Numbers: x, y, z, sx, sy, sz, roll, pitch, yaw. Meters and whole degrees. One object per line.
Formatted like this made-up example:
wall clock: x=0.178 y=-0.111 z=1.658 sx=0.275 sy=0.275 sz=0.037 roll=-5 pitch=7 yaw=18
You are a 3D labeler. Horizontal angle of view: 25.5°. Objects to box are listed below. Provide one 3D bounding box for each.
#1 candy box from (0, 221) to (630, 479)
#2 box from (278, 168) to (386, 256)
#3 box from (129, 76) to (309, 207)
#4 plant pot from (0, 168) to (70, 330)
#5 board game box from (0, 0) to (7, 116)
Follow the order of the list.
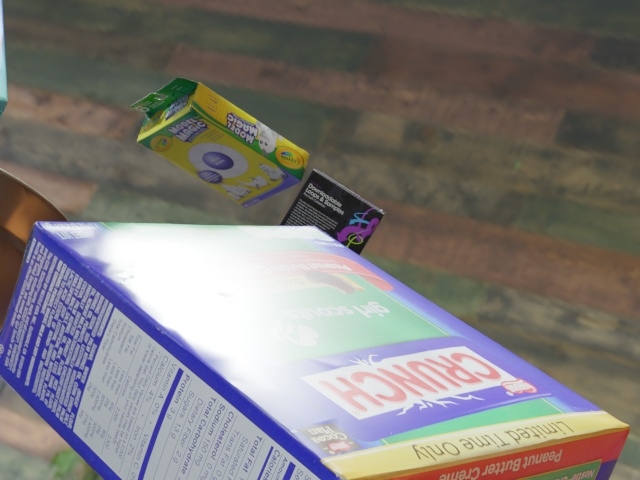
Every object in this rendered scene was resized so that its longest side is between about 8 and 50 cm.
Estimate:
candy box: x=-0.012 y=0.103 z=0.916 sx=0.268 sy=0.122 sz=0.317 roll=0 pitch=27 yaw=-46
box: x=0.000 y=0.000 z=1.917 sx=0.116 sy=0.162 sz=0.029 roll=33 pitch=12 yaw=7
box: x=-0.113 y=-0.106 z=1.518 sx=0.179 sy=0.043 sz=0.105 roll=33 pitch=-35 yaw=-27
plant pot: x=-0.477 y=0.062 z=1.613 sx=0.323 sy=0.280 sz=0.323 roll=16 pitch=-22 yaw=7
board game box: x=-0.338 y=-0.130 z=1.289 sx=0.047 sy=0.210 sz=0.160 roll=18 pitch=-56 yaw=-27
